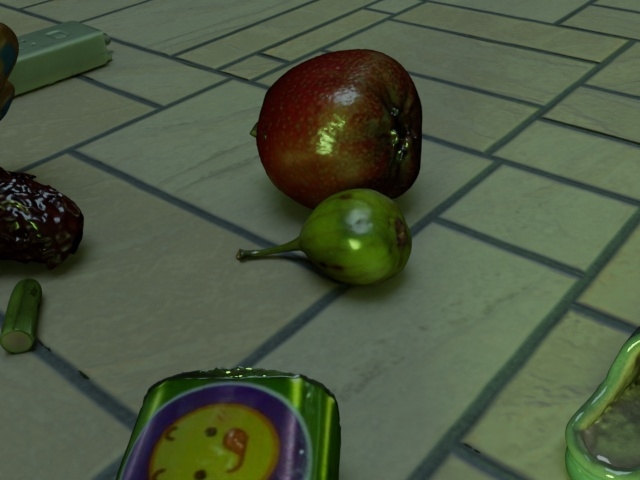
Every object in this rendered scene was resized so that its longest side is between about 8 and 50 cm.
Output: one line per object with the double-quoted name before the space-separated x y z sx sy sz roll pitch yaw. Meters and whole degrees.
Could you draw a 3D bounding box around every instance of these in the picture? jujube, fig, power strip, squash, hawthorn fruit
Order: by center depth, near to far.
"squash" -0.259 0.061 0.626 0.027 0.028 0.083 -9 36 -9
"fig" 0.001 -0.012 0.661 0.166 0.093 0.093 15 38 25
"jujube" -0.312 -0.027 0.700 0.165 0.104 0.104 6 35 1
"hawthorn fruit" 0.011 -0.114 0.750 0.188 0.169 0.169 10 35 38
"power strip" -0.456 -0.263 1.080 0.098 0.058 0.338 25 43 35

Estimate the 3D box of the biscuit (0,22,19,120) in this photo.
"biscuit" -0.409 -0.065 0.700 0.049 0.205 0.324 40 61 -7

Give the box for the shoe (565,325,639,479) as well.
"shoe" 0.240 0.098 0.497 0.195 0.078 0.079 -33 44 -31

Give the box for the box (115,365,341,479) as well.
"box" -0.063 0.213 0.331 0.134 0.097 0.346 -1 35 6
